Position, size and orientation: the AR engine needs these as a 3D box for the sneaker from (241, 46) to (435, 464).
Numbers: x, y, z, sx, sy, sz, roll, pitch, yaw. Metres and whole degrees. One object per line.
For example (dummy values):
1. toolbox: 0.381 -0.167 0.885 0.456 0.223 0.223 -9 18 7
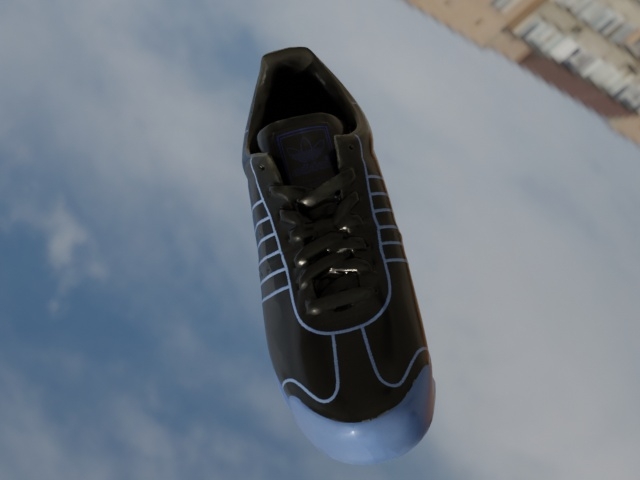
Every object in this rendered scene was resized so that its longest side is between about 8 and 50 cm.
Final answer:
1. sneaker: 0.000 0.000 0.752 0.090 0.081 0.232 73 -179 -45
